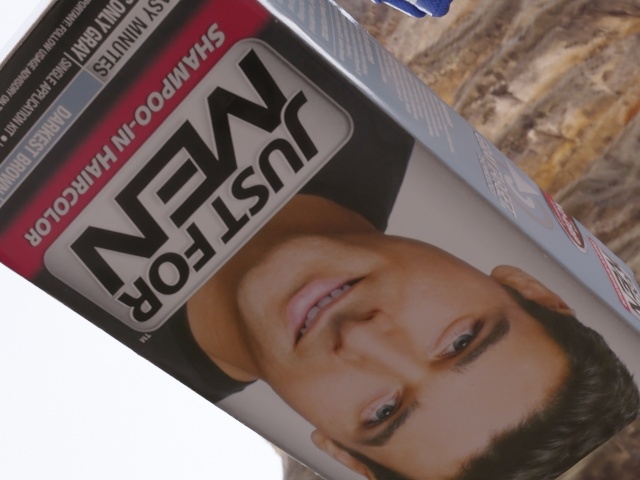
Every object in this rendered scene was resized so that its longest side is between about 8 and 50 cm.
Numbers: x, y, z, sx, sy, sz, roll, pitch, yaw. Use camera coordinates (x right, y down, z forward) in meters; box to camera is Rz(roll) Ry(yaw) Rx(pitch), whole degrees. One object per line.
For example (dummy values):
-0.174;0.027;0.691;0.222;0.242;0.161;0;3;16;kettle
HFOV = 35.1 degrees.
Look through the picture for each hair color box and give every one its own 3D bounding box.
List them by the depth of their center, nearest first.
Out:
0.000;0.000;0.549;0.374;0.113;0.185;38;-68;-22;hair color box

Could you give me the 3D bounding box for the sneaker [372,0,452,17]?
0.034;-0.195;0.588;0.297;0.112;0.131;-12;-104;-25;sneaker
